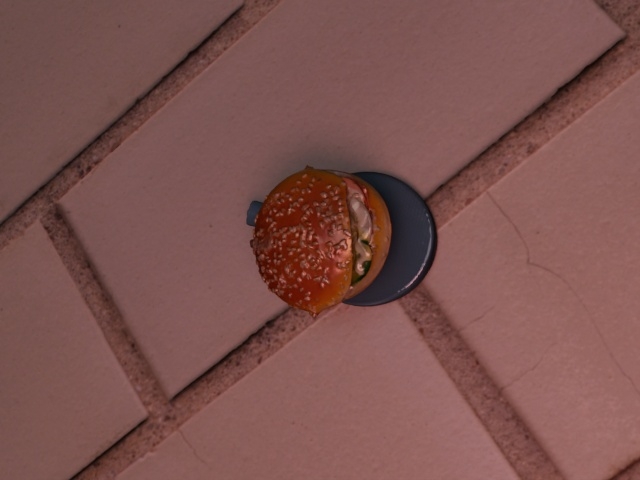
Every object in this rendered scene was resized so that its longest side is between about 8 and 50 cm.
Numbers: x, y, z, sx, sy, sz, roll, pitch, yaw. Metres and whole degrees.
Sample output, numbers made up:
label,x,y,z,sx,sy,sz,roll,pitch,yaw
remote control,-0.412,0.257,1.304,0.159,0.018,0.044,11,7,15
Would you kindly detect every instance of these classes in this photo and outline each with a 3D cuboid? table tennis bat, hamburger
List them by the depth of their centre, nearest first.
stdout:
label,x,y,z,sx,sy,sz,roll,pitch,yaw
hamburger,-0.002,-0.004,1.793,0.236,0.147,0.237,-5,79,25
table tennis bat,0.031,-0.012,1.880,0.329,0.044,0.215,13,87,25
